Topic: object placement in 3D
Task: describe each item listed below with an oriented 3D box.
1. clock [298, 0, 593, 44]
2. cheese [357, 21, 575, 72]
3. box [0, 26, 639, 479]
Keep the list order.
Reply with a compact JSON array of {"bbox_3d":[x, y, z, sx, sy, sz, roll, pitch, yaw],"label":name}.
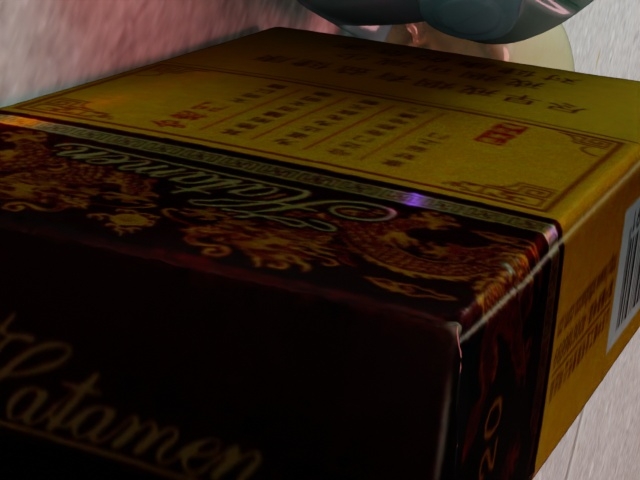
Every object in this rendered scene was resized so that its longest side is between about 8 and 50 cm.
[{"bbox_3d":[0.101,-0.205,0.819,0.094,0.274,0.223,25,91,-31],"label":"clock"},{"bbox_3d":[0.095,-0.054,1.063,0.233,0.127,0.266,-30,123,-58],"label":"cheese"},{"bbox_3d":[0.000,0.000,0.679,0.415,0.264,0.115,-35,134,-62],"label":"box"}]
